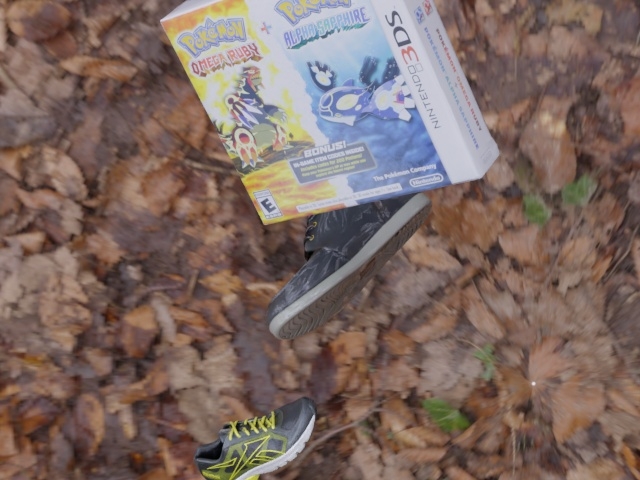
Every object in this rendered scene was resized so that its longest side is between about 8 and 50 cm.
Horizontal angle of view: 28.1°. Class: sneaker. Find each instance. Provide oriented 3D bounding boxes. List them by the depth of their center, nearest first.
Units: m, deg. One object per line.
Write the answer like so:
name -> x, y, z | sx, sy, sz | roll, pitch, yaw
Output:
sneaker -> -0.038, 0.114, 0.729 | 0.083, 0.031, 0.035 | -41, 114, 16
sneaker -> 0.000, 0.000, 1.308 | 0.118, 0.083, 0.222 | 40, 64, 17

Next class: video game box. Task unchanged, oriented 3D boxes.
video game box -> 0.005, -0.115, 0.950 | 0.205, 0.048, 0.187 | -12, 112, 36
